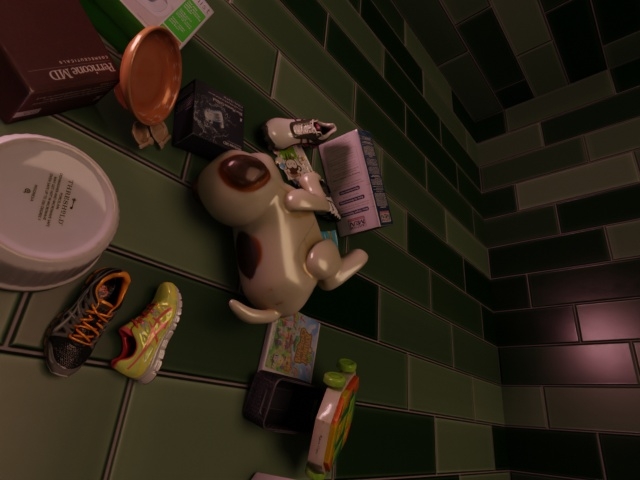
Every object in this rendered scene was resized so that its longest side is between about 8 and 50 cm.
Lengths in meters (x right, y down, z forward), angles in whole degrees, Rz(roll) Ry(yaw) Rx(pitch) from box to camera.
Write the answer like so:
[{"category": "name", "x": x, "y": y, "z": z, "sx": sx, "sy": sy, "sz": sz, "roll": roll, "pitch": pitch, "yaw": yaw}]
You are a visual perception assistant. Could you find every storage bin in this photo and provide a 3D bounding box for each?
[{"category": "storage bin", "x": -0.090, "y": 0.411, "z": 1.028, "sx": 0.180, "sy": 0.085, "sz": 0.121, "roll": 31, "pitch": 70, "yaw": -41}]

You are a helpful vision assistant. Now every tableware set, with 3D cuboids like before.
[{"category": "tableware set", "x": -0.393, "y": -0.284, "z": 0.911, "sx": 0.141, "sy": 0.020, "sz": 0.168, "roll": -64, "pitch": 146, "yaw": -62}]

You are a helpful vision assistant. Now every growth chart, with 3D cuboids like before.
[{"category": "growth chart", "x": -0.086, "y": -0.265, "z": 1.344, "sx": 0.172, "sy": 0.021, "sz": 0.237, "roll": -45, "pitch": 112, "yaw": -47}]

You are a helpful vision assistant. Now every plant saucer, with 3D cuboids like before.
[{"category": "plant saucer", "x": -0.355, "y": -0.342, "z": 0.848, "sx": 0.200, "sy": 0.037, "sz": 0.199, "roll": 18, "pitch": 90, "yaw": -86}]

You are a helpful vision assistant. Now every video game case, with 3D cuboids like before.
[{"category": "video game case", "x": -0.082, "y": 0.304, "z": 1.146, "sx": 0.193, "sy": 0.023, "sz": 0.212, "roll": 36, "pitch": 51, "yaw": -39}]

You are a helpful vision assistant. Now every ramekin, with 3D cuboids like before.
[{"category": "ramekin", "x": -0.480, "y": -0.054, "z": 0.689, "sx": 0.273, "sy": 0.127, "sz": 0.272, "roll": 21, "pitch": 61, "yaw": -46}]

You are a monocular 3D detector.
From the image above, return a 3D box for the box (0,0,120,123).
[{"category": "box", "x": -0.557, "y": -0.424, "z": 0.715, "sx": 0.191, "sy": 0.143, "sz": 0.380, "roll": -46, "pitch": 115, "yaw": -50}]

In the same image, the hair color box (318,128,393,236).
[{"category": "hair color box", "x": 0.125, "y": -0.200, "z": 1.457, "sx": 0.105, "sy": 0.174, "sz": 0.346, "roll": -8, "pitch": 85, "yaw": -54}]

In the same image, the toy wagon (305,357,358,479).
[{"category": "toy wagon", "x": 0.049, "y": 0.465, "z": 1.116, "sx": 0.344, "sy": 0.068, "sz": 0.266, "roll": -4, "pitch": 106, "yaw": -71}]

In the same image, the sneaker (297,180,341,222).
[{"category": "sneaker", "x": 0.007, "y": -0.141, "z": 1.347, "sx": 0.234, "sy": 0.078, "sz": 0.106, "roll": 34, "pitch": 65, "yaw": -47}]

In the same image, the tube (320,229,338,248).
[{"category": "tube", "x": 0.000, "y": 0.000, "z": 1.341, "sx": 0.207, "sy": 0.052, "sz": 0.080, "roll": 3, "pitch": 82, "yaw": -57}]

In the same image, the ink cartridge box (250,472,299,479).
[{"category": "ink cartridge box", "x": -0.132, "y": 0.739, "z": 0.814, "sx": 0.395, "sy": 0.167, "sz": 0.285, "roll": -40, "pitch": 109, "yaw": -50}]

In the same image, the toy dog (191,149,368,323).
[{"category": "toy dog", "x": -0.146, "y": -0.033, "z": 1.026, "sx": 0.396, "sy": 0.285, "sz": 0.407, "roll": -38, "pitch": 107, "yaw": -31}]

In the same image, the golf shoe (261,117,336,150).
[{"category": "golf shoe", "x": -0.067, "y": -0.351, "z": 1.285, "sx": 0.273, "sy": 0.120, "sz": 0.105, "roll": -18, "pitch": 94, "yaw": -49}]

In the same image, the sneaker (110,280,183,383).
[{"category": "sneaker", "x": -0.348, "y": 0.172, "z": 0.814, "sx": 0.094, "sy": 0.082, "sz": 0.208, "roll": 34, "pitch": 54, "yaw": -38}]

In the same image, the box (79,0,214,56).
[{"category": "box", "x": -0.422, "y": -0.562, "z": 0.944, "sx": 0.262, "sy": 0.127, "sz": 0.230, "roll": 45, "pitch": 48, "yaw": -32}]

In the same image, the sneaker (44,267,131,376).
[{"category": "sneaker", "x": -0.418, "y": 0.138, "z": 0.737, "sx": 0.084, "sy": 0.083, "sz": 0.214, "roll": 40, "pitch": 51, "yaw": -39}]

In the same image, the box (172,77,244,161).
[{"category": "box", "x": -0.284, "y": -0.299, "z": 1.048, "sx": 0.156, "sy": 0.093, "sz": 0.158, "roll": 16, "pitch": 66, "yaw": -48}]
